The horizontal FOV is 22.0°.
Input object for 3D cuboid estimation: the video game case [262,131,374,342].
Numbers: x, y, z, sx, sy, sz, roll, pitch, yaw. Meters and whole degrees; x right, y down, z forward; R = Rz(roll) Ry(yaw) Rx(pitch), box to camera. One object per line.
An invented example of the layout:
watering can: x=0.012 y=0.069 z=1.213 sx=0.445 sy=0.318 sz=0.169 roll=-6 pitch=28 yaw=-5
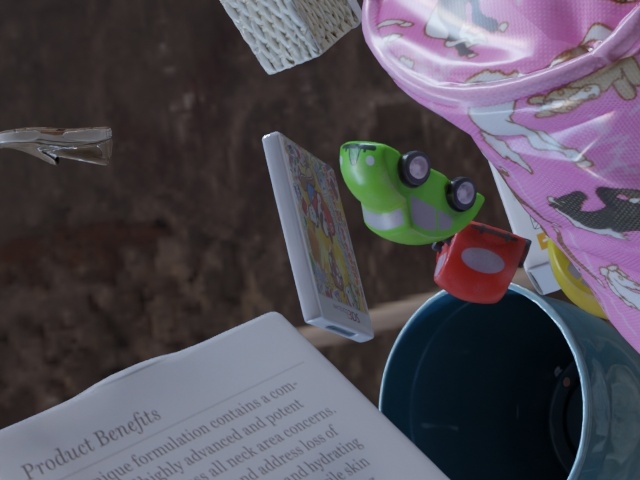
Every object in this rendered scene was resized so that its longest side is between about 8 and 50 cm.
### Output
video game case: x=0.000 y=0.000 z=1.948 sx=0.206 sy=0.026 sz=0.227 roll=28 pitch=-134 yaw=-69

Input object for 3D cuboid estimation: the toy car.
toy car: x=0.098 y=-0.002 z=1.079 sx=0.225 sy=0.239 sz=0.053 roll=25 pitch=-102 yaw=-34

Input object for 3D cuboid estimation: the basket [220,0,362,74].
basket: x=-0.047 y=-0.297 z=1.980 sx=0.167 sy=0.113 sz=0.103 roll=57 pitch=-135 yaw=-17

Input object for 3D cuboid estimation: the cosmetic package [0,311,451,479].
cosmetic package: x=-0.063 y=0.326 z=1.169 sx=0.329 sy=0.393 sz=0.327 roll=-21 pitch=-33 yaw=-47

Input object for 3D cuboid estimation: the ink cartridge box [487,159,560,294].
ink cartridge box: x=0.346 y=-0.095 z=1.546 sx=0.069 sy=0.371 sz=0.176 roll=50 pitch=-158 yaw=-55

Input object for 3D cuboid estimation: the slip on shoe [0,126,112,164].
slip on shoe: x=-0.294 y=-0.102 z=1.797 sx=0.051 sy=0.135 sz=0.041 roll=-84 pitch=-8 yaw=-80

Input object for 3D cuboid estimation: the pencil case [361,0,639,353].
pencil case: x=0.175 y=-0.017 z=0.761 sx=0.386 sy=0.167 sz=0.160 roll=47 pitch=-127 yaw=-40

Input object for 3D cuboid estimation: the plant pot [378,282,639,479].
plant pot: x=0.248 y=0.188 z=1.769 sx=0.255 sy=0.271 sz=0.272 roll=9 pitch=-108 yaw=-45
